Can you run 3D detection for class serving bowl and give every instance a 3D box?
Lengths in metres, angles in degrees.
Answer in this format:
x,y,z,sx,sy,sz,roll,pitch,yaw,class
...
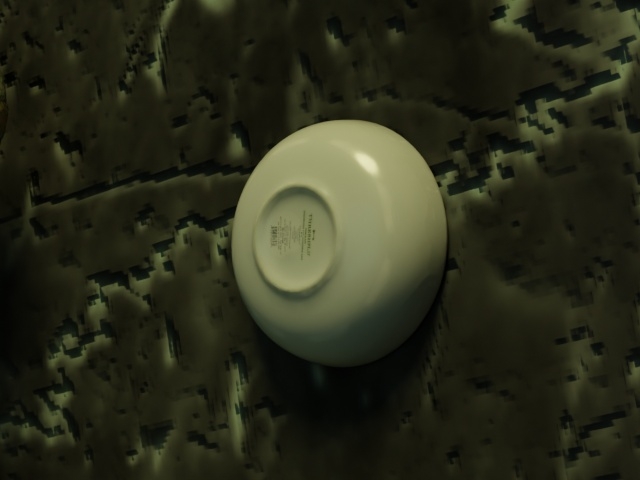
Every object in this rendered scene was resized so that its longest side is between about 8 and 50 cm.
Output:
x,y,z,sx,sy,sz,roll,pitch,yaw,class
0.000,0.000,0.576,0.083,0.027,0.083,-4,83,39,serving bowl

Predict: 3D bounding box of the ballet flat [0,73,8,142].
x,y,z,sx,sy,sz,roll,pitch,yaw,class
-0.257,-0.062,0.733,0.348,0.123,0.123,9,92,42,ballet flat
